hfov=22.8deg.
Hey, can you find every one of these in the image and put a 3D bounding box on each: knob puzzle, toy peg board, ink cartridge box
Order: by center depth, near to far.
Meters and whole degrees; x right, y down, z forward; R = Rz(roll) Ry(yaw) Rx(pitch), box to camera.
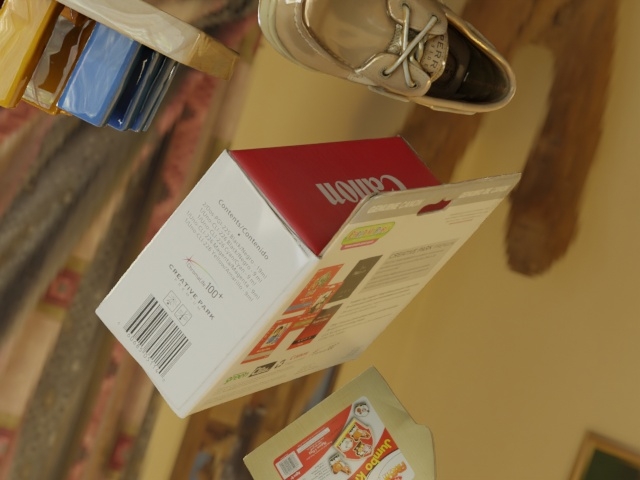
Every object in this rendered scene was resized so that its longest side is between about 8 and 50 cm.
[{"bbox_3d":[-0.128,-0.082,0.649,0.160,0.079,0.161,27,-175,1],"label":"toy peg board"},{"bbox_3d":[0.000,0.000,1.420,0.130,0.272,0.309,49,-154,17],"label":"ink cartridge box"},{"bbox_3d":[0.038,0.253,1.610,0.213,0.213,0.030,21,169,27],"label":"knob puzzle"}]

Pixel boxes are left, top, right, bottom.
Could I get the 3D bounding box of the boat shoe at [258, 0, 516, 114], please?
[{"bbox_3d":[0.074,-0.196,1.499,0.110,0.122,0.341,24,-173,36],"label":"boat shoe"}]
